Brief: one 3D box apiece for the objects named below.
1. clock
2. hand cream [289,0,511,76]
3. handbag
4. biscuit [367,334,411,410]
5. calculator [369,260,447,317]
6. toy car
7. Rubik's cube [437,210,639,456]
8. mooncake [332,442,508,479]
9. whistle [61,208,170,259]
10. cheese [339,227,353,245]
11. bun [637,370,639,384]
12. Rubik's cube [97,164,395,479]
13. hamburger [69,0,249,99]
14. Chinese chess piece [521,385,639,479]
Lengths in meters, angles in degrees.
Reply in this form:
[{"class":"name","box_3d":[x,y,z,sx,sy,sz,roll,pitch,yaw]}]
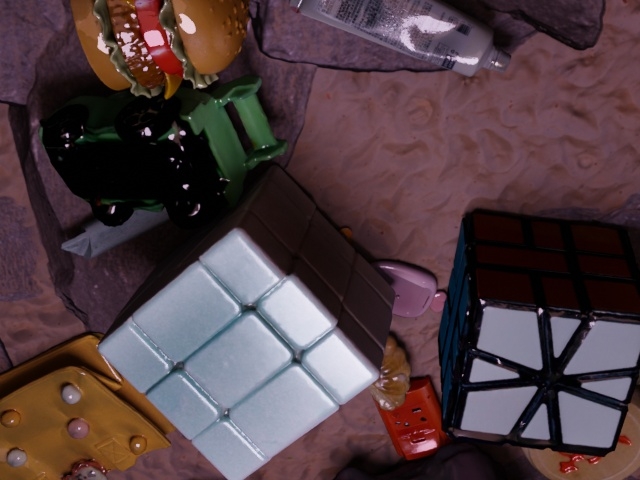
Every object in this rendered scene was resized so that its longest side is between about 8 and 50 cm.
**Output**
[{"class":"clock","box_3d":[0.170,0.331,2.037,0.113,0.061,0.155,-16,117,14]},{"class":"hand cream","box_3d":[0.127,-0.333,1.643,0.340,0.078,0.124,25,121,-2]},{"class":"handbag","box_3d":[-0.497,0.366,2.068,0.401,0.133,0.283,-28,121,19]},{"class":"biscuit","box_3d":[0.092,0.218,1.952,0.183,0.061,0.118,44,104,-1]},{"class":"calculator","box_3d":[0.143,0.088,1.911,0.166,0.024,0.103,18,120,-9]},{"class":"toy car","box_3d":[-0.253,-0.145,1.703,0.358,0.176,0.213,2,136,30]},{"class":"Rubik's cube","box_3d":[0.351,0.147,1.784,0.293,0.283,0.288,10,122,1]},{"class":"mooncake","box_3d":[0.187,0.528,2.035,0.381,0.212,0.351,-8,141,3]},{"class":"whistle","box_3d":[-0.294,-0.045,1.836,0.312,0.062,0.062,-24,117,17]},{"class":"cheese","box_3d":[0.000,-0.001,1.871,0.111,0.017,0.047,-7,123,7]},{"class":"bun","box_3d":[0.580,0.153,1.865,0.212,0.126,0.204,-30,141,26]},{"class":"Rubik's cube","box_3d":[-0.103,0.125,1.746,0.322,0.319,0.316,-41,100,20]},{"class":"hamburger","box_3d":[-0.207,-0.339,1.530,0.212,0.274,0.274,-8,120,12]},{"class":"Chinese chess piece","box_3d":[0.484,0.340,2.001,0.250,0.097,0.251,1,121,2]}]
